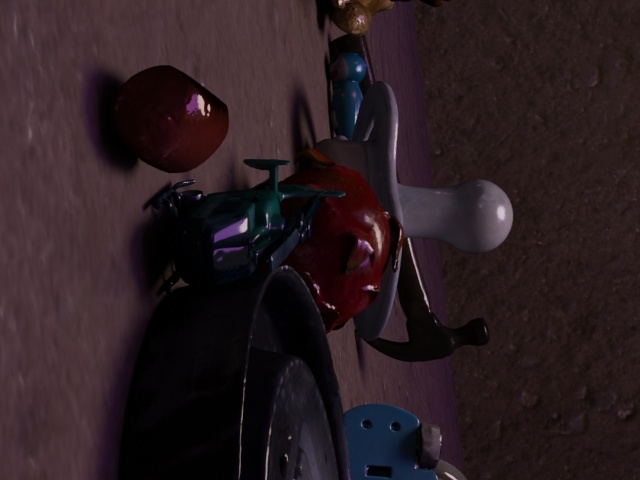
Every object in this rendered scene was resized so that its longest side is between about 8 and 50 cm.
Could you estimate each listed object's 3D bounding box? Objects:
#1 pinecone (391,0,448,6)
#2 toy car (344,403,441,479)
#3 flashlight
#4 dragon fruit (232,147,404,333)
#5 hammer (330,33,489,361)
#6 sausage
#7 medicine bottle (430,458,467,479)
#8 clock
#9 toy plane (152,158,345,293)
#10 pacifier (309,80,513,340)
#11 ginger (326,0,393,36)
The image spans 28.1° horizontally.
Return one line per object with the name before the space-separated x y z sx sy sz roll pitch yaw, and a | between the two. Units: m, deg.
pinecone | 0.095 -0.401 1.469 0.309 0.244 0.244 -64 166 -6
toy car | 0.055 0.251 1.307 0.098 0.126 0.161 118 -24 -75
flashlight | 0.037 -0.177 1.623 0.051 0.051 0.129 40 45 -77
dragon fruit | 0.000 0.000 1.029 0.166 0.133 0.136 -82 157 -50
hammer | 0.091 -0.056 1.675 0.044 0.168 0.440 -7 84 -85
sausage | -0.088 -0.070 0.747 0.054 0.059 0.094 -52 172 4
medicine bottle | 0.092 0.380 1.320 0.322 0.151 0.151 -83 165 -54
clock | -0.039 0.210 0.836 0.386 0.076 0.386 -6 90 -81
toy plane | -0.047 -0.014 0.843 0.235 0.096 0.060 -56 141 -73
pacifier | 0.097 -0.023 1.391 0.238 0.225 0.287 107 -14 -60
ginger | 0.041 -0.331 1.661 0.115 0.081 0.205 52 18 -7
